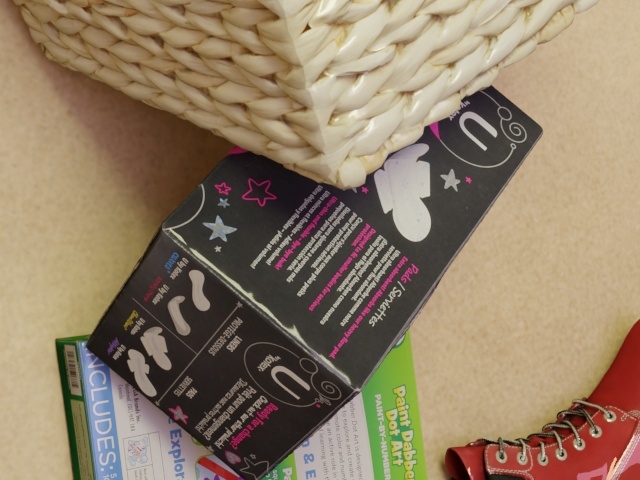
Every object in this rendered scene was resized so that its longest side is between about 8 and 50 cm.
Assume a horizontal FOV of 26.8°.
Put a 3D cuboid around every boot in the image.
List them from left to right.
[{"bbox_3d":[0.190,0.145,1.021,0.176,0.088,0.244,28,77,-24],"label":"boot"}]

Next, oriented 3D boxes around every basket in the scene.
[{"bbox_3d":[-0.017,-0.248,0.758,0.328,0.331,0.266,-37,132,-26],"label":"basket"}]

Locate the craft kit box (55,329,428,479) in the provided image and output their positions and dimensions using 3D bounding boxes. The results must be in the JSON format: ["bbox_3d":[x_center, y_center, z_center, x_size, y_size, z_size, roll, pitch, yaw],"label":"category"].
[{"bbox_3d":[-0.041,0.169,0.906,0.246,0.061,0.250,-7,91,-27],"label":"craft kit box"}]

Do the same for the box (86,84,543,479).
[{"bbox_3d":[0.000,0.000,0.829,0.142,0.163,0.247,40,52,0],"label":"box"}]
